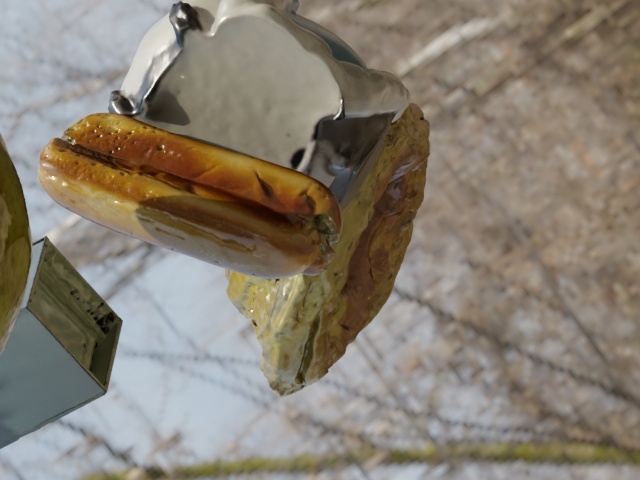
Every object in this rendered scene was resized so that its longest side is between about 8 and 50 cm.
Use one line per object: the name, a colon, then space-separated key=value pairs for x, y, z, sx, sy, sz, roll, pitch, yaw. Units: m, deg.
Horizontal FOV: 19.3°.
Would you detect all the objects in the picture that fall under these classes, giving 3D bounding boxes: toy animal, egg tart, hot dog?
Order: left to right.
hot dog: x=-0.098 y=-0.029 z=1.380 sx=0.249 sy=0.100 sz=0.068 roll=20 pitch=132 yaw=25
toy animal: x=-0.046 y=-0.106 z=1.474 sx=0.204 sy=0.208 sz=0.156 roll=39 pitch=-149 yaw=1
egg tart: x=0.000 y=0.000 z=1.982 sx=0.150 sy=0.352 sz=0.352 roll=25 pitch=-177 yaw=12

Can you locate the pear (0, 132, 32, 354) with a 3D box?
pear: x=-0.329 y=0.002 z=1.181 sx=0.304 sy=0.304 sz=0.304 roll=52 pitch=-171 yaw=-11

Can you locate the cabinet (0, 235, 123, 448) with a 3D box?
cabinet: x=-0.355 y=0.123 z=2.129 sx=0.145 sy=0.206 sz=0.150 roll=51 pitch=-157 yaw=-27
